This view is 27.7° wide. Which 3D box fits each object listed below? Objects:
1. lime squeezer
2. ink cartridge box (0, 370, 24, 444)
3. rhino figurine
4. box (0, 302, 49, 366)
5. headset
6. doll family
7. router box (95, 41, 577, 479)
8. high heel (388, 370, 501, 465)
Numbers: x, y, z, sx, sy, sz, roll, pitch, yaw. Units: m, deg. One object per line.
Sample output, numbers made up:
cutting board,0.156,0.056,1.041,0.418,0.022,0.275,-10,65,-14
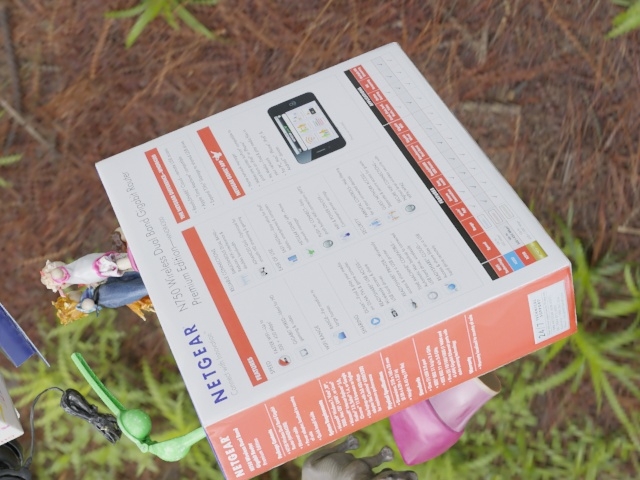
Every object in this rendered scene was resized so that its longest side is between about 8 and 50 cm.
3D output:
lime squeezer,-0.242,0.253,1.854,0.310,0.059,0.109,15,114,26
ink cartridge box,-0.417,0.196,1.510,0.092,0.143,0.089,-24,71,-2
rhino figurine,0.060,0.346,1.881,0.243,0.106,0.073,4,114,58
box,-0.426,0.070,1.598,0.225,0.036,0.136,37,161,36
headset,-0.489,0.393,2.006,0.394,0.243,0.185,-49,124,2
doll family,-0.233,0.049,1.564,0.163,0.263,0.118,-15,98,23
router box,0.000,0.000,1.086,0.301,0.335,0.082,-23,135,-7
high heel,0.059,0.130,1.770,0.377,0.127,0.181,48,114,12
